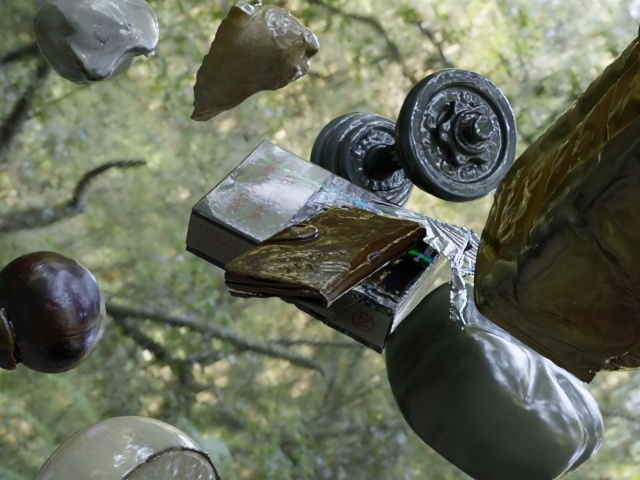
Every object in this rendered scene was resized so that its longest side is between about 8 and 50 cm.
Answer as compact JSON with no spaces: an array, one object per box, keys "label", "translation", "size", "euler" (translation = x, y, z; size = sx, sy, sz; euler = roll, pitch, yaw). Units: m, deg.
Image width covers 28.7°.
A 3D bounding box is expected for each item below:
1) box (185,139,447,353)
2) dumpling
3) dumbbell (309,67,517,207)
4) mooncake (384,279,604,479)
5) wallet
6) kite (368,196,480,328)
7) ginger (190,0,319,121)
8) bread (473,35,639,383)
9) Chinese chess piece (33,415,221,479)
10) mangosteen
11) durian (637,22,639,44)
[{"label":"box","translation":[0.000,0.000,1.684],"size":[0.310,0.198,0.084],"euler":[27,-47,14]},{"label":"dumpling","translation":[-0.251,-0.235,1.427],"size":[0.199,0.136,0.118],"euler":[47,-30,47]},{"label":"dumbbell","translation":[0.121,-0.122,1.750],"size":[0.179,0.179,0.406],"euler":[64,-25,-6]},{"label":"mooncake","translation":[0.204,0.163,1.430],"size":[0.275,0.135,0.275],"euler":[35,25,-19]},{"label":"wallet","translation":[0.005,0.008,0.947],"size":[0.176,0.095,0.026],"euler":[-32,128,-56]},{"label":"kite","translation":[0.136,0.028,1.241],"size":[0.229,0.012,0.250],"euler":[35,20,-3]},{"label":"ginger","translation":[-0.086,-0.215,1.600],"size":[0.123,0.193,0.115],"euler":[28,37,-5]},{"label":"bread","translation":[0.283,-0.029,1.052],"size":[0.183,0.236,0.388],"euler":[27,-37,-12]},{"label":"Chinese chess piece","translation":[-0.239,0.345,1.505],"size":[0.112,0.270,0.270],"euler":[19,-33,34]},{"label":"mangosteen","translation":[-0.331,0.089,1.476],"size":[0.152,0.152,0.152],"euler":[62,-6,10]},{"label":"durian","translation":[0.338,-0.132,0.708],"size":[0.293,0.258,0.258],"euler":[46,-15,37]}]
